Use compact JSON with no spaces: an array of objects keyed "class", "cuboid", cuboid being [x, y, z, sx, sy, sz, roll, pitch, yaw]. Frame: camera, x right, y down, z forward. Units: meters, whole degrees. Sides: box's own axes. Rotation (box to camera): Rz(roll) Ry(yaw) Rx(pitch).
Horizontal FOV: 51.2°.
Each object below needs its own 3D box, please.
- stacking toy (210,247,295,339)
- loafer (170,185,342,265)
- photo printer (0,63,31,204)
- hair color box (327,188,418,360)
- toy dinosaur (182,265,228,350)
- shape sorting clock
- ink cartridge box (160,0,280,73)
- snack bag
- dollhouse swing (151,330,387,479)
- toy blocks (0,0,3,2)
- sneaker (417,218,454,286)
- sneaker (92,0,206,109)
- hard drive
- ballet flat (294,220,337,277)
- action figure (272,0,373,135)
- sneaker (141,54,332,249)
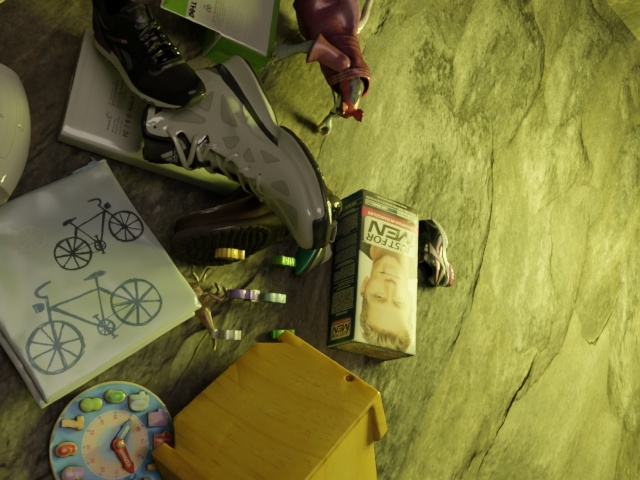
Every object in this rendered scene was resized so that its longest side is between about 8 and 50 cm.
[{"class":"stacking toy","cuboid":[-0.118,0.107,1.290,0.221,0.052,0.166,10,80,-50]},{"class":"loafer","cuboid":[-0.136,-0.052,1.335,0.366,0.134,0.130,-15,62,-33]},{"class":"photo printer","cuboid":[-0.610,-0.189,1.026,0.308,0.107,0.256,12,57,-35]},{"class":"hair color box","cuboid":[0.121,0.078,1.486,0.174,0.105,0.347,17,65,-30]},{"class":"toy dinosaur","cuboid":[-0.225,0.114,1.268,0.093,0.053,0.183,-33,90,-22]},{"class":"shape sorting clock","cuboid":[-0.338,0.337,1.104,0.206,0.040,0.206,13,67,-32]},{"class":"ink cartridge box","cuboid":[-0.224,-0.496,1.440,0.255,0.097,0.188,18,65,-28]},{"class":"snack bag","cuboid":[-0.420,0.056,1.138,0.323,0.037,0.342,-33,89,-37]},{"class":"dollhouse swing","cuboid":[-0.077,0.427,1.237,0.315,0.305,0.347,31,49,22]},{"class":"toy blocks","cuboid":[-0.680,-0.477,1.053,0.288,0.260,0.309,42,23,-52]},{"class":"sneaker","cuboid":[0.267,0.031,1.634,0.077,0.072,0.178,-8,73,-27]},{"class":"sneaker","cuboid":[-0.312,-0.342,1.168,0.283,0.124,0.107,40,57,21]},{"class":"hard drive","cuboid":[-0.313,-0.245,1.320,0.353,0.047,0.233,17,65,-30]},{"class":"ballet flat","cuboid":[0.000,0.000,1.449,0.074,0.074,0.203,29,56,-25]},{"class":"action figure","cuboid":[0.054,-0.408,1.484,0.248,0.276,0.370,44,24,-58]},{"class":"sneaker","cuboid":[-0.174,-0.133,1.219,0.258,0.169,0.447,-22,63,-20]}]
